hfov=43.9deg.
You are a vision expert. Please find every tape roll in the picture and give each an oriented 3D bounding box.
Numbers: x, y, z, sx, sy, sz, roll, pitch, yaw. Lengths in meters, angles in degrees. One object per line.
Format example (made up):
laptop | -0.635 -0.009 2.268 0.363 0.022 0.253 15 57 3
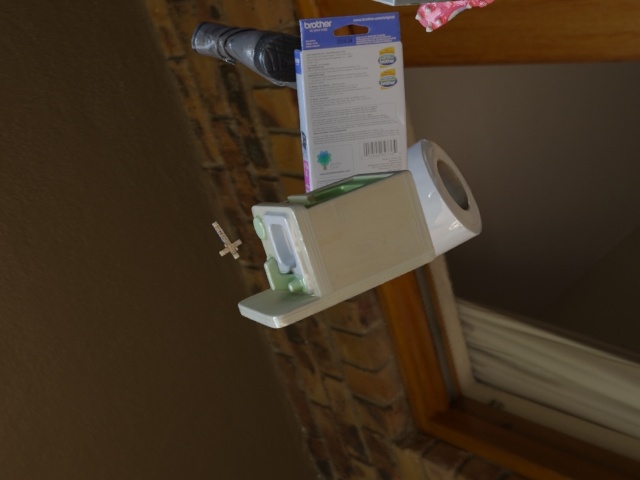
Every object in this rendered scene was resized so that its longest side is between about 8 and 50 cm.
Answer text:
tape roll | 0.227 -0.084 1.775 0.246 0.169 0.246 41 -149 -32

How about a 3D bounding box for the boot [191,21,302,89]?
boot | -0.071 -0.362 1.571 0.338 0.222 0.118 13 -81 -52

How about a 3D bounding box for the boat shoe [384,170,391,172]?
boat shoe | 0.069 0.002 1.273 0.096 0.267 0.088 43 -125 9

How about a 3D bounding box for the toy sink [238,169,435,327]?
toy sink | 0.000 0.000 1.022 0.234 0.152 0.131 -22 -79 -21

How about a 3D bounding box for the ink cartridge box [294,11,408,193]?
ink cartridge box | 0.055 -0.237 1.403 0.185 0.065 0.311 -8 -71 -12

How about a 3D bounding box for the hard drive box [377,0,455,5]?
hard drive box | 0.135 -0.486 1.415 0.181 0.232 0.089 -13 -60 -29

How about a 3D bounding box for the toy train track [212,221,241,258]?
toy train track | -0.186 -0.001 1.565 0.048 0.014 0.083 -34 -87 -11

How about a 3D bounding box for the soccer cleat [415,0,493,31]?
soccer cleat | 0.297 -0.516 1.647 0.083 0.248 0.095 43 -121 -18
